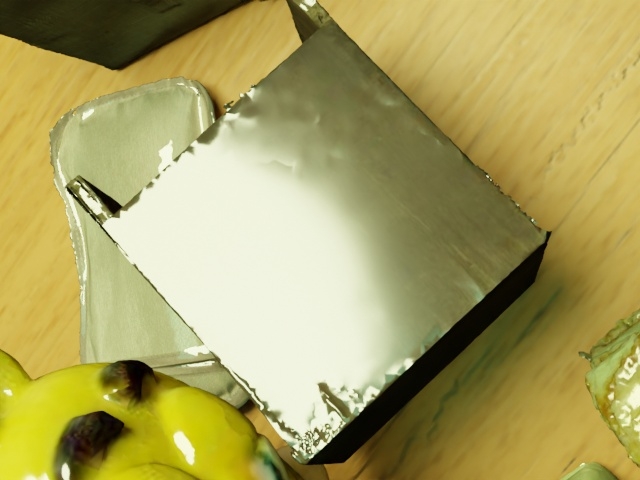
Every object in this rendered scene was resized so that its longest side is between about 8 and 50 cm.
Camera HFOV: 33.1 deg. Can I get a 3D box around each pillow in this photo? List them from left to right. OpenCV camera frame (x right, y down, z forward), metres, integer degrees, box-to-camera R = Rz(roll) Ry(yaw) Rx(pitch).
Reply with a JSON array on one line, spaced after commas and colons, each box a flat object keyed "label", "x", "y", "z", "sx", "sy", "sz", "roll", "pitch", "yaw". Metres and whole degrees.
[{"label": "pillow", "x": -0.117, "y": 0.010, "z": 0.734, "sx": 0.130, "sy": 0.038, "sz": 0.233, "roll": -10, "pitch": 87, "yaw": 18}]

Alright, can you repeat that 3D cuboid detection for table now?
[{"label": "table", "x": 0.000, "y": 0.000, "z": 0.619, "sx": 0.169, "sy": 0.172, "sz": 0.193, "roll": -43, "pitch": 77, "yaw": -2}]

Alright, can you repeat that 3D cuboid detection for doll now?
[{"label": "doll", "x": -0.028, "y": 0.257, "z": 0.531, "sx": 0.161, "sy": 0.423, "sz": 0.348, "roll": -23, "pitch": 54, "yaw": 28}]

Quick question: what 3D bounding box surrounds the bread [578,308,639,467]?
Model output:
[{"label": "bread", "x": 0.250, "y": 0.105, "z": 0.589, "sx": 0.138, "sy": 0.102, "sz": 0.196, "roll": -39, "pitch": 78, "yaw": 11}]

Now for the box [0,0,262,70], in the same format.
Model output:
[{"label": "box", "x": -0.138, "y": -0.209, "z": 0.639, "sx": 0.148, "sy": 0.231, "sz": 0.155, "roll": -23, "pitch": 85, "yaw": 16}]

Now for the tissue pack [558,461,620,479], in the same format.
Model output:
[{"label": "tissue pack", "x": 0.149, "y": 0.224, "z": 0.551, "sx": 0.125, "sy": 0.234, "sz": 0.159, "roll": -42, "pitch": 79, "yaw": 12}]
